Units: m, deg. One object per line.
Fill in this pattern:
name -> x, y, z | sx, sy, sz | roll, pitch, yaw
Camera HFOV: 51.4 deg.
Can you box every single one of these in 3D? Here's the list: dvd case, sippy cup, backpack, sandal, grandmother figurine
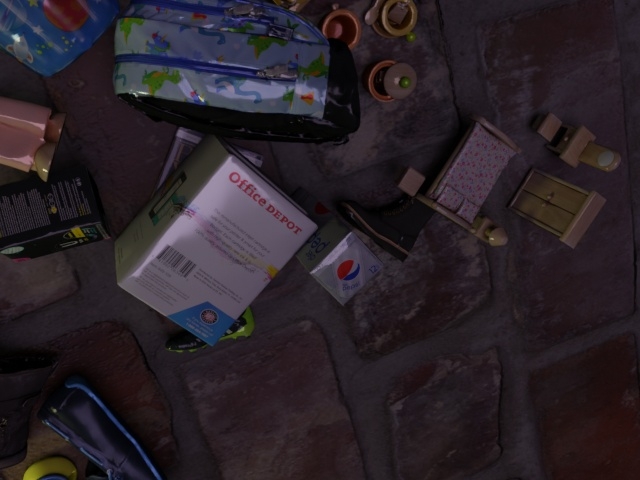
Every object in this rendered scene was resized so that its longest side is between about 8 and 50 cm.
dvd case -> -0.218, -0.081, 1.210 | 0.164, 0.018, 0.221 | 19, 102, -24
sippy cup -> -0.415, -0.363, 0.930 | 0.224, 0.305, 0.240 | 48, 64, -35
backpack -> -0.141, -0.267, 1.043 | 0.355, 0.290, 0.273 | -8, 103, -9
sandal -> -0.504, 0.587, 1.298 | 0.126, 0.138, 0.317 | -18, 116, -14
grandmother figurine -> -0.556, -0.196, 0.961 | 0.342, 0.208, 0.104 | 16, 129, -21

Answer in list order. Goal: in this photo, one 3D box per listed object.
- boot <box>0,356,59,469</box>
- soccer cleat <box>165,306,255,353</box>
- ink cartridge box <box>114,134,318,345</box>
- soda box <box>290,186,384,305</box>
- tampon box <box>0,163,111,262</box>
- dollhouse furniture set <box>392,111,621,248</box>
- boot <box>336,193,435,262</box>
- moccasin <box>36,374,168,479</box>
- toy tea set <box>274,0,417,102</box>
boot -> -0.597, 0.304, 1.145 | 0.263, 0.091, 0.229 | -8, 125, -53
soccer cleat -> -0.215, 0.168, 1.286 | 0.178, 0.060, 0.072 | -13, 104, -21
ink cartridge box -> -0.183, -0.011, 1.127 | 0.198, 0.197, 0.270 | 40, 94, -27
soda box -> 0.000, 0.000, 1.163 | 0.098, 0.286, 0.091 | -44, 116, 1
tampon box -> -0.438, -0.040, 1.077 | 0.161, 0.120, 0.101 | -17, 82, -12
dollhouse furniture set -> 0.373, -0.140, 1.269 | 0.355, 0.174, 0.303 | 26, 99, -35
boot -> 0.134, -0.061, 1.313 | 0.198, 0.077, 0.137 | 35, 91, -39
moccasin -> -0.406, 0.412, 1.277 | 0.117, 0.137, 0.342 | -38, 104, -17
toy tea set -> 0.076, -0.391, 1.133 | 0.200, 0.124, 0.336 | -46, 117, 2
